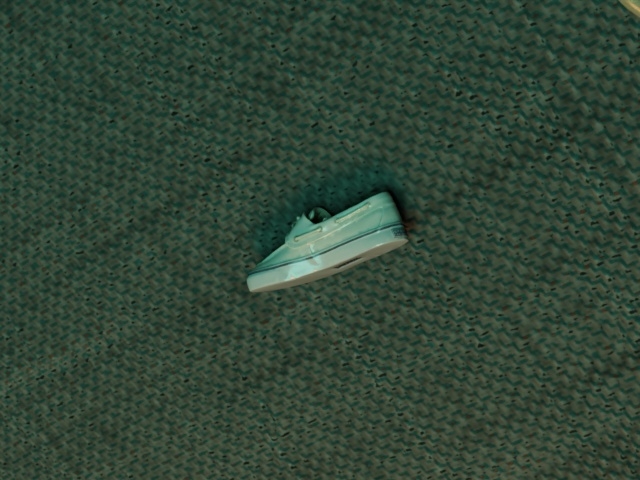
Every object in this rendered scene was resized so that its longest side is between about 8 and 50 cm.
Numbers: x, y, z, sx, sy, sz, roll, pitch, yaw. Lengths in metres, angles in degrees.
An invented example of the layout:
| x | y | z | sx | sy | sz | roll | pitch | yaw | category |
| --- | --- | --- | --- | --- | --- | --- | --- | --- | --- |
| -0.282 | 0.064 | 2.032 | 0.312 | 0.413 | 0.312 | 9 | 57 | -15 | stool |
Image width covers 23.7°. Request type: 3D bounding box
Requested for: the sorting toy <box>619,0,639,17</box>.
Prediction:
| x | y | z | sx | sy | sz | roll | pitch | yaw | category |
| --- | --- | --- | --- | --- | --- | --- | --- | --- | --- |
| 0.306 | -0.104 | 0.630 | 0.307 | 0.041 | 0.229 | 31 | 135 | -13 | sorting toy |

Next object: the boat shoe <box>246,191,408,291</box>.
| x | y | z | sx | sy | sz | roll | pitch | yaw | category |
| --- | --- | --- | --- | --- | --- | --- | --- | --- | --- |
| 0.000 | 0.000 | 0.825 | 0.100 | 0.035 | 0.035 | -23 | 77 | 32 | boat shoe |
